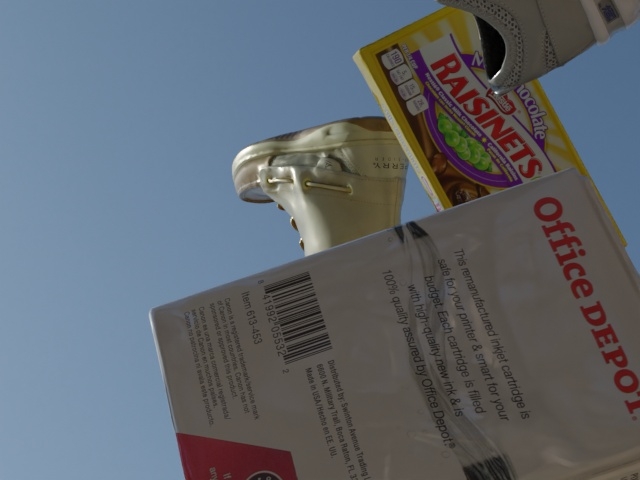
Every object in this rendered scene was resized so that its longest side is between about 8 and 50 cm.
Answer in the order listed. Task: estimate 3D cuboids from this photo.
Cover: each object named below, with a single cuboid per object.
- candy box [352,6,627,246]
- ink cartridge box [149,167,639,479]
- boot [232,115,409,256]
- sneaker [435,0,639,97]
[{"bbox_3d":[0.117,-0.062,0.889,0.105,0.205,0.027,-28,-1,-12],"label":"candy box"},{"bbox_3d":[0.051,0.086,0.654,0.237,0.172,0.100,-19,-38,1],"label":"ink cartridge box"},{"bbox_3d":[0.000,0.000,1.239,0.095,0.203,0.262,-1,-6,-35],"label":"boot"},{"bbox_3d":[0.070,-0.193,0.744,0.115,0.105,0.281,-41,-65,9],"label":"sneaker"}]
